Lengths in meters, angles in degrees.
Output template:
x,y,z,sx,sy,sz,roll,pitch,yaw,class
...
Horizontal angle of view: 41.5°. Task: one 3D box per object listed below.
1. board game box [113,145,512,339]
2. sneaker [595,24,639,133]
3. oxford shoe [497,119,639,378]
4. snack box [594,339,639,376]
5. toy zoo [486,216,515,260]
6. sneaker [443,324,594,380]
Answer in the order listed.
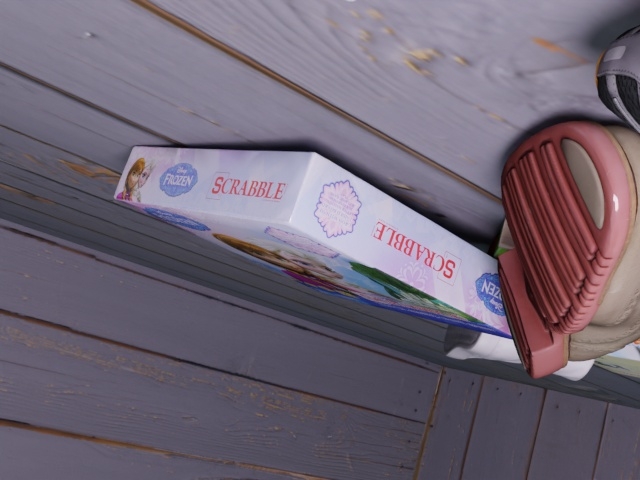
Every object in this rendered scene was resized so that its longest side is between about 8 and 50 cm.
x,y,z,sx,sy,sz,roll,pitch,yaw,class
0.000,0.000,0.859,0.318,0.066,0.318,27,169,-37,board game box
0.209,-0.045,0.348,0.214,0.084,0.083,22,-176,-21,sneaker
0.203,0.005,0.599,0.130,0.123,0.348,-15,160,3,oxford shoe
0.478,0.151,1.086,0.187,0.060,0.322,24,168,-39,snack box
0.266,0.041,0.871,0.192,0.030,0.293,15,171,8,toy zoo
0.261,0.125,1.097,0.169,0.108,0.292,16,179,0,sneaker
